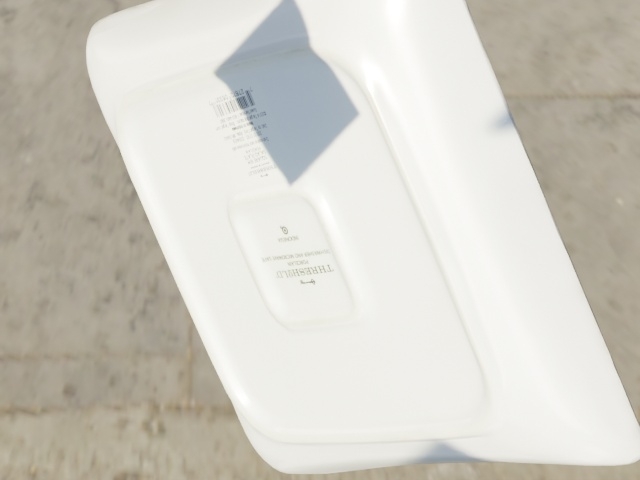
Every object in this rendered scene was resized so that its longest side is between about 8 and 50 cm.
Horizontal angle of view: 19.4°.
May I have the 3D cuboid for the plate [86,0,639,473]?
[{"bbox_3d":[0.000,0.000,0.923,0.045,0.277,0.278,-32,104,-37],"label":"plate"}]
